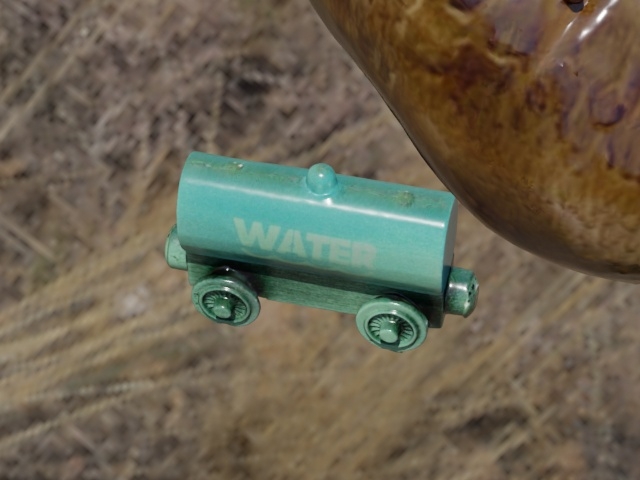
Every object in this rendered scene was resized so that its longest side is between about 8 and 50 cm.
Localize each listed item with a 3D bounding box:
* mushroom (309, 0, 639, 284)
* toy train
[{"bbox_3d":[0.109,-0.104,0.702,0.253,0.153,0.253,8,55,-11],"label":"mushroom"},{"bbox_3d":[0.000,0.000,1.482,0.248,0.159,0.101,10,49,8],"label":"toy train"}]
